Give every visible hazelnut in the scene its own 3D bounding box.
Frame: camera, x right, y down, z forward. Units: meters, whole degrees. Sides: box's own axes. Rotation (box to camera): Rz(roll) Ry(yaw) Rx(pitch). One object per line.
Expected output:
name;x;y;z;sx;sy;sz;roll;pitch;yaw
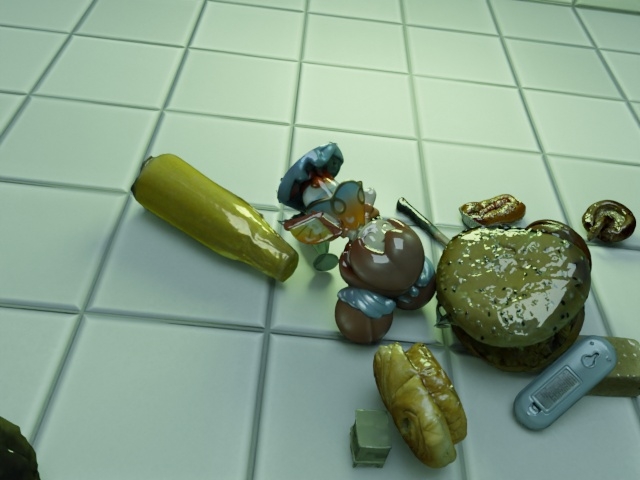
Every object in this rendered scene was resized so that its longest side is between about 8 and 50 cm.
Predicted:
hazelnut;0.553;0.034;1.530;0.208;0.208;0.208;5;44;-4

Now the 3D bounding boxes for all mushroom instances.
mushroom;0.774;-0.043;1.736;0.170;0.080;0.135;-27;42;-31

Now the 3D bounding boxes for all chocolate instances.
chocolate;-0.242;-0.044;1.542;0.445;0.162;0.162;33;48;17

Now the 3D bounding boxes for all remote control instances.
remote control;0.494;0.286;1.294;0.244;0.047;0.087;-41;65;-2

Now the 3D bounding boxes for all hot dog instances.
hot dog;0.471;-0.080;1.742;0.191;0.059;0.108;-15;44;-21

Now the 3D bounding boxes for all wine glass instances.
wine glass;0.000;0.000;1.575;0.073;0.073;0.155;-4;49;-13

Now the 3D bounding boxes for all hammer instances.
hammer;0.299;-0.022;1.669;0.111;0.033;0.287;-26;54;-30

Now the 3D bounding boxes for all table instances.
table;0.090;0.371;1.192;0.062;0.083;0.079;4;43;-6

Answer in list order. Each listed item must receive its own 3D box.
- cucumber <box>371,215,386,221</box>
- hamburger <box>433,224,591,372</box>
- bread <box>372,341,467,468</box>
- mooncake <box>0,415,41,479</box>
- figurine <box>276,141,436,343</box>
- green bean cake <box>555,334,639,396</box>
cucumber;0.178;-0.008;1.619;0.058;0.058;0.187;-26;53;-31
hamburger;0.406;0.130;1.381;0.318;0.195;0.277;5;54;23
bread;0.185;0.304;1.198;0.120;0.198;0.236;-23;51;-6
mooncake;-0.509;0.443;0.901;0.393;0.246;0.394;9;43;12
figurine;0.076;0.005;1.417;0.276;0.248;0.388;-31;68;-31
green bean cake;0.604;0.270;1.380;0.179;0.085;0.109;3;46;-5
